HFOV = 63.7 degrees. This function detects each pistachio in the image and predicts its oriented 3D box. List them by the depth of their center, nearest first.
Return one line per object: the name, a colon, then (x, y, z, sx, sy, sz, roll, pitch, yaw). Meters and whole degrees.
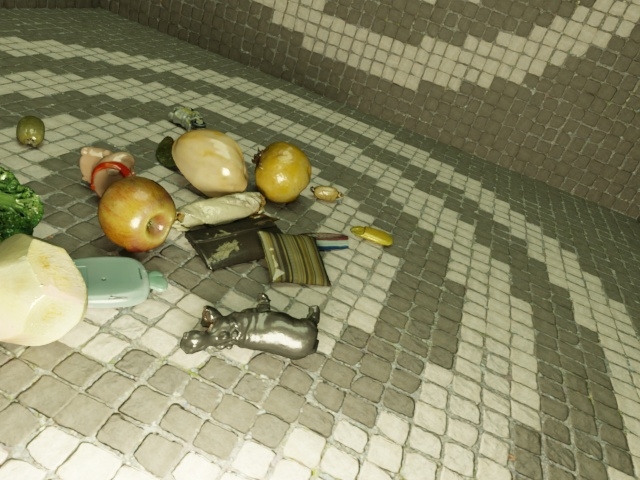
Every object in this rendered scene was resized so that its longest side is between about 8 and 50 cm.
pistachio: (-0.392, -0.279, 1.888, 0.308, 0.230, 0.230, 30, 31, 9)

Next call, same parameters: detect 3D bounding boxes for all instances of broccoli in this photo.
broccoli: (-0.821, -0.084, 1.249, 0.270, 0.270, 0.270, 4, 58, -6)

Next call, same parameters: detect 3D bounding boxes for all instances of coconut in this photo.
coconut: (-0.615, 0.105, 1.076, 0.197, 0.237, 0.237, -22, 28, 13)

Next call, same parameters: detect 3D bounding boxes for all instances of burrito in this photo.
burrito: (-0.335, -0.100, 1.753, 0.392, 0.076, 0.117, -16, 50, -43)

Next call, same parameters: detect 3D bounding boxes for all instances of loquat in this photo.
loquat: (-0.155, -0.266, 1.987, 0.243, 0.244, 0.244, 14, 29, -8)

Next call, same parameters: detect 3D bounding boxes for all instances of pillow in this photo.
pillow: (-0.083, 0.058, 1.629, 0.212, 0.052, 0.208, 7, 46, -31)

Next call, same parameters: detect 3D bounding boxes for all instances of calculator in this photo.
calculator: (-0.544, 0.103, 1.316, 0.298, 0.041, 0.185, 0, 34, -27)

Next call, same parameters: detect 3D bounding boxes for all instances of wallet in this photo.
wallet: (-0.253, 0.001, 1.638, 0.321, 0.044, 0.170, -12, 53, -42)

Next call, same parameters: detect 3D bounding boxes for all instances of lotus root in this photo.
lotus root: (-1.036, -0.400, 1.846, 0.090, 0.077, 0.183, 4, 34, -25)
lotus root: (0.029, -0.195, 2.135, 0.151, 0.063, 0.072, 10, 3, -3)

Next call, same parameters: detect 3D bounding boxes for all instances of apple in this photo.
apple: (-0.521, -0.077, 1.470, 0.188, 0.211, 0.211, 31, 31, 25)

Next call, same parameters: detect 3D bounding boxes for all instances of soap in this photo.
soap: (0.196, -0.022, 1.969, 0.168, 0.033, 0.089, 16, 27, -3)

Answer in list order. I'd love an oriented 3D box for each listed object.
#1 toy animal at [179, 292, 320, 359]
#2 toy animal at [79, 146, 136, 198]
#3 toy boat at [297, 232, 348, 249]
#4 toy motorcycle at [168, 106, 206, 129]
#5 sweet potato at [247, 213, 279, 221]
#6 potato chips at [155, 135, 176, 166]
toy animal: (-0.169, 0.217, 1.283, 0.343, 0.106, 0.168, 4, 39, -13)
toy animal: (-0.676, -0.213, 1.662, 0.197, 0.171, 0.171, 35, 33, 30)
toy boat: (0.000, 0.000, 1.811, 0.228, 0.046, 0.080, 2, 37, -31)
toy motorcycle: (-0.621, -0.567, 2.377, 0.151, 0.074, 0.229, -6, 39, -33)
sweet potato: (-0.195, -0.070, 1.806, 0.117, 0.049, 0.049, -7, 38, -33)
potato chips: (-0.582, -0.350, 2.024, 0.142, 0.026, 0.209, -18, 46, 0)
